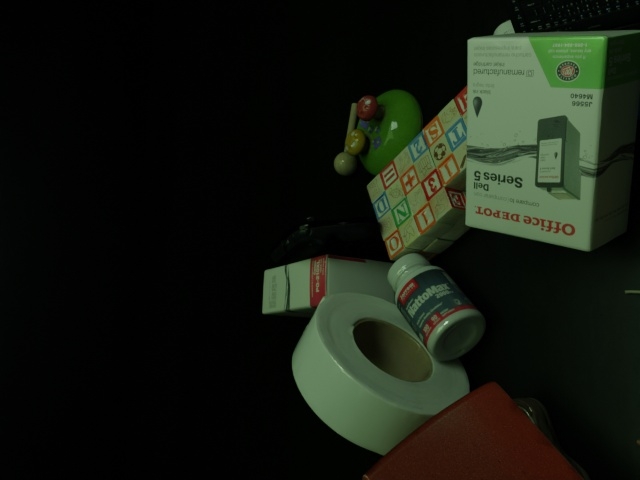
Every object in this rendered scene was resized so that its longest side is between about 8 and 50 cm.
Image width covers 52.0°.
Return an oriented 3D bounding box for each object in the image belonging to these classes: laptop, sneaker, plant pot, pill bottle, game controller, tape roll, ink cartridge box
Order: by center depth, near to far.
[{"bbox_3d":[0.190,0.398,0.879,0.267,0.235,0.268,51,144,47],"label":"plant pot"},{"bbox_3d":[0.312,-0.141,0.900,0.198,0.114,0.273,16,117,45],"label":"ink cartridge box"},{"bbox_3d":[0.356,-0.292,0.903,0.234,0.264,0.137,-3,40,41],"label":"laptop"},{"bbox_3d":[0.314,0.312,0.931,0.066,0.071,0.188,-55,41,33],"label":"sneaker"},{"bbox_3d":[0.098,0.211,1.082,0.100,0.286,0.286,-63,38,26],"label":"tape roll"},{"bbox_3d":[0.191,0.107,1.126,0.108,0.107,0.180,-63,38,25],"label":"pill bottle"},{"bbox_3d":[0.000,0.000,1.311,0.319,0.166,0.067,145,109,-73],"label":"game controller"},{"bbox_3d":[0.013,0.099,1.331,0.237,0.171,0.100,-16,70,54],"label":"ink cartridge box"}]

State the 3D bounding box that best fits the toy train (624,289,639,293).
[{"bbox_3d":[0.460,-0.003,0.783,0.144,0.105,0.248,-64,6,-8],"label":"toy train"}]

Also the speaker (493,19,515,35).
[{"bbox_3d":[0.326,-0.291,1.066,0.055,0.055,0.136,-40,52,44],"label":"speaker"}]

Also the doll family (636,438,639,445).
[{"bbox_3d":[0.449,0.212,0.750,0.193,0.075,0.112,123,144,-60],"label":"doll family"}]

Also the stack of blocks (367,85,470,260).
[{"bbox_3d":[0.220,-0.108,1.150,0.297,0.087,0.171,-46,48,41],"label":"stack of blocks"}]

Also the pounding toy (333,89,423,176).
[{"bbox_3d":[0.091,-0.226,1.347,0.236,0.110,0.183,2,84,55],"label":"pounding toy"}]
